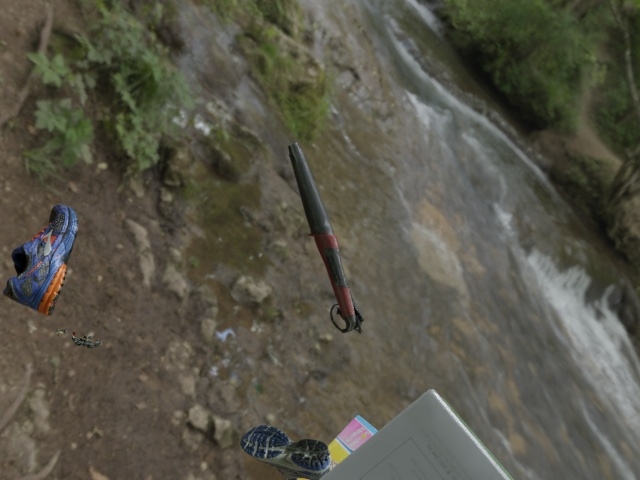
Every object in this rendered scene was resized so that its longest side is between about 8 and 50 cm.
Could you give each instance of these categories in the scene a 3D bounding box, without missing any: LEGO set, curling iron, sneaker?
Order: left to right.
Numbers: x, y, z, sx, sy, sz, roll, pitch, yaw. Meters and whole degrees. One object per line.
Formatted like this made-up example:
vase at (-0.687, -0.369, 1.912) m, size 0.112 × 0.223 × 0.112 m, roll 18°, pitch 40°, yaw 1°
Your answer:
sneaker at (-0.456, 0.017, 1.034) m, size 0.087 × 0.083 × 0.221 m, roll 18°, pitch 40°, yaw -23°
LEGO set at (-0.424, 0.176, 1.103) m, size 0.083 × 0.023 × 0.054 m, roll 11°, pitch -8°, yaw 28°
sneaker at (-0.047, 0.290, 0.832) m, size 0.052 × 0.135 × 0.058 m, roll -48°, pitch 136°, yaw -45°
curling iron at (0.000, 0.000, 0.853) m, size 0.274 × 0.035 × 0.068 m, roll 71°, pitch -19°, yaw 0°

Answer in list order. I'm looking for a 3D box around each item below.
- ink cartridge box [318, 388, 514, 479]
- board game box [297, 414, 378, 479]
ink cartridge box at (0.010, 0.180, 0.290) m, size 0.109 × 0.209 × 0.062 m, roll 49°, pitch -8°, yaw 31°
board game box at (-0.023, 0.483, 1.148) m, size 0.064 × 0.242 × 0.316 m, roll 36°, pitch 23°, yaw 16°
